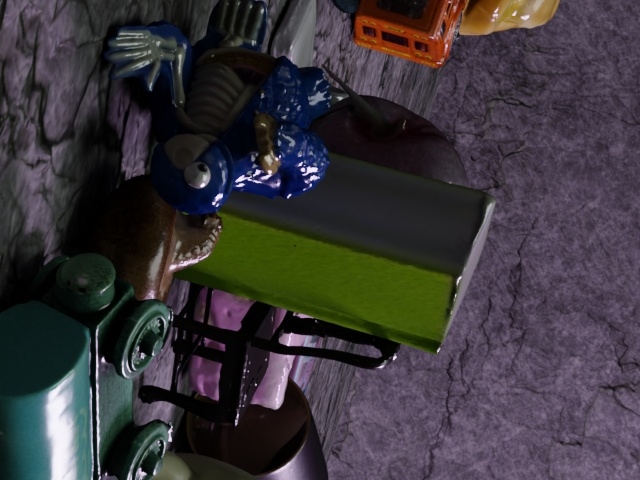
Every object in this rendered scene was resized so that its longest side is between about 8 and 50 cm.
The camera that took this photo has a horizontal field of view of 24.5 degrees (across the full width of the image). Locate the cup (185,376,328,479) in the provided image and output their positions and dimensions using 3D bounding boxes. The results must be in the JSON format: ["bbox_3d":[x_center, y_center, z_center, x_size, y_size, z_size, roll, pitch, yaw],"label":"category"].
[{"bbox_3d":[-0.086,0.274,1.675,0.177,0.166,0.239,87,19,-58],"label":"cup"}]

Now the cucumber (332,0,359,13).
[{"bbox_3d":[0.029,-0.293,1.768,0.133,0.032,0.032,8,99,-83],"label":"cucumber"}]

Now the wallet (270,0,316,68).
[{"bbox_3d":[-0.030,-0.176,1.589,0.190,0.033,0.095,96,15,-53],"label":"wallet"}]

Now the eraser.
[{"bbox_3d":[0.000,0.000,1.274,0.210,0.274,0.092,90,16,-66],"label":"eraser"}]

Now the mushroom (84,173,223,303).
[{"bbox_3d":[-0.131,0.005,1.074,0.109,0.085,0.126,-51,-179,-3],"label":"mushroom"}]

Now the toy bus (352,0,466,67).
[{"bbox_3d":[0.151,-0.412,1.981,0.153,0.143,0.329,65,44,-77],"label":"toy bus"}]

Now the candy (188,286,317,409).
[{"bbox_3d":[-0.058,0.035,1.525,0.155,0.116,0.265,-64,168,-48],"label":"candy"}]

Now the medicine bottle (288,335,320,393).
[{"bbox_3d":[-0.048,0.113,1.839,0.119,0.094,0.188,-5,111,-81],"label":"medicine bottle"}]

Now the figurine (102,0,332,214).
[{"bbox_3d":[-0.075,-0.084,1.096,0.120,0.164,0.262,-47,177,25],"label":"figurine"}]

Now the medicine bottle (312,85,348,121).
[{"bbox_3d":[-0.026,-0.080,1.751,0.092,0.061,0.220,-115,-141,-72],"label":"medicine bottle"}]

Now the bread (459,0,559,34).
[{"bbox_3d":[0.236,-0.415,2.189,0.316,0.270,0.211,-41,132,-66],"label":"bread"}]

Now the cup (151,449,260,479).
[{"bbox_3d":[-0.158,0.297,1.378,0.173,0.255,0.202,-15,-136,47],"label":"cup"}]

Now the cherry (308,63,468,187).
[{"bbox_3d":[0.063,-0.052,1.630,0.213,0.184,0.266,50,-29,43],"label":"cherry"}]

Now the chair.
[{"bbox_3d":[-0.042,0.110,1.389,0.106,0.229,0.113,-60,162,-58],"label":"chair"}]

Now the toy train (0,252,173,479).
[{"bbox_3d":[-0.176,0.124,0.992,0.159,0.101,0.248,-50,157,-39],"label":"toy train"}]
